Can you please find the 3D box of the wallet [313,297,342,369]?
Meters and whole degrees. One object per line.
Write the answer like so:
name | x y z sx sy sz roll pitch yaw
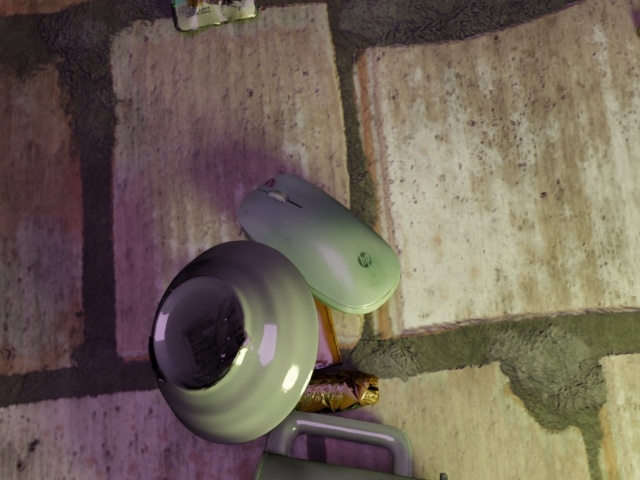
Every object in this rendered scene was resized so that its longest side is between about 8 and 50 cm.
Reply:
wallet | -0.076 0.147 1.159 0.195 0.042 0.161 -12 83 -5

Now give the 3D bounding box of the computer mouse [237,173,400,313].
computer mouse | 0.002 -0.002 1.140 0.288 0.097 0.159 43 63 9

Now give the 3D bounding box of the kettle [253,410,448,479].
kettle | 0.053 0.404 1.023 0.318 0.205 0.265 9 81 4

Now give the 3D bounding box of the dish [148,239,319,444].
dish | -0.160 0.142 1.056 0.316 0.106 0.316 -9 71 27

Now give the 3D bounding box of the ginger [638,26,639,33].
ginger | 0.611 -0.351 1.274 0.097 0.030 0.048 42 53 5

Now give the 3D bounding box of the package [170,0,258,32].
package | -0.206 -0.496 1.293 0.166 0.040 0.232 -9 77 -2

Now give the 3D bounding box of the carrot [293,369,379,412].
carrot | -0.022 0.238 1.113 0.228 0.069 0.069 0 78 -9
